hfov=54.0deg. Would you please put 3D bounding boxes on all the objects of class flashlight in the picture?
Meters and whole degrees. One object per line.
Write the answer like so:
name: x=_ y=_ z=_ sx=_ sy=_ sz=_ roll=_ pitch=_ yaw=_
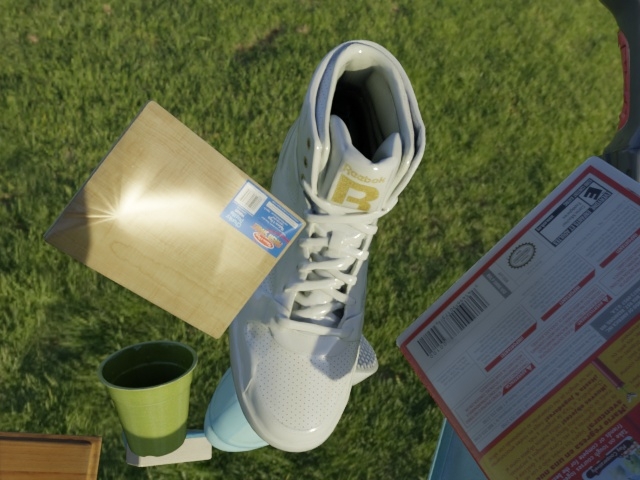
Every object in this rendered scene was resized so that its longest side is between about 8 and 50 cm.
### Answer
flashlight: x=0.325 y=-0.184 z=0.651 sx=0.103 sy=0.305 sz=0.103 roll=1 pitch=2 yaw=30

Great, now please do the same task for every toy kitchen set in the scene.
toy kitchen set: x=-0.284 y=0.275 z=1.047 sx=0.122 sy=0.207 sz=0.166 roll=8 pitch=75 yaw=-39

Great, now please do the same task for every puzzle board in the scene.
puzzle board: x=-0.081 y=-0.007 z=0.377 sx=0.128 sy=0.096 sz=0.011 roll=38 pitch=-1 yaw=-35

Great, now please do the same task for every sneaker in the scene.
sneaker: x=-0.040 y=0.175 z=0.836 sx=0.135 sy=0.150 sz=0.366 roll=55 pitch=17 yaw=14
sneaker: x=0.000 y=0.000 z=0.455 sx=0.107 sy=0.169 sz=0.293 roll=9 pitch=71 yaw=-9

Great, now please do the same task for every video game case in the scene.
video game case: x=0.184 y=0.090 z=0.371 sx=0.025 sy=0.204 sz=0.285 roll=37 pitch=13 yaw=-39

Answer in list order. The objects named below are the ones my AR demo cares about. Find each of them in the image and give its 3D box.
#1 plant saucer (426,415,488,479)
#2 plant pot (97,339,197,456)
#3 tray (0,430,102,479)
plant saucer: x=0.114 y=0.169 z=0.453 sx=0.067 sy=0.018 sz=0.192 roll=9 pitch=72 yaw=34
plant pot: x=-0.146 y=0.142 z=0.548 sx=0.083 sy=0.079 sz=0.083 roll=-1 pitch=19 yaw=0
tray: x=-0.571 y=0.404 z=0.983 sx=0.410 sy=0.076 sz=0.203 roll=10 pitch=55 yaw=-19
